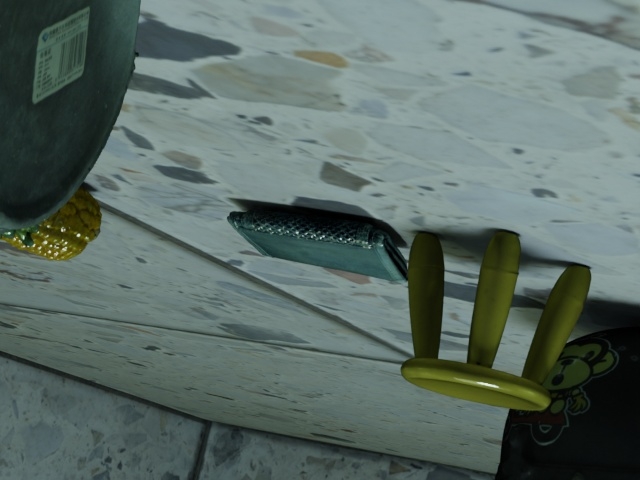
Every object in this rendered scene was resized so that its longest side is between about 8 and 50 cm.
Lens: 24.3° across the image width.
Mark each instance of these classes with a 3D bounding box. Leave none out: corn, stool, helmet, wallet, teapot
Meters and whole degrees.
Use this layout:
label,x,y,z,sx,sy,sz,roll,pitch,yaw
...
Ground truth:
label,x,y,z,sx,sy,sz,roll,pitch,yaw
corn,-0.249,-0.035,1.162,0.068,0.068,0.207,4,166,38
stool,0.123,0.059,1.086,0.134,0.110,0.135,11,167,7
helmet,0.280,0.153,1.236,0.279,0.160,0.230,4,171,-25
wallet,0.000,0.000,1.146,0.129,0.026,0.088,10,164,22
teapot,-0.192,-0.106,0.583,0.225,0.171,0.203,18,-160,13

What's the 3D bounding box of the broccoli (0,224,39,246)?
label,x,y,z,sx,sy,sz,roll,pitch,yaw
broccoli,-0.255,-0.036,0.955,0.154,0.160,0.167,44,172,-12
